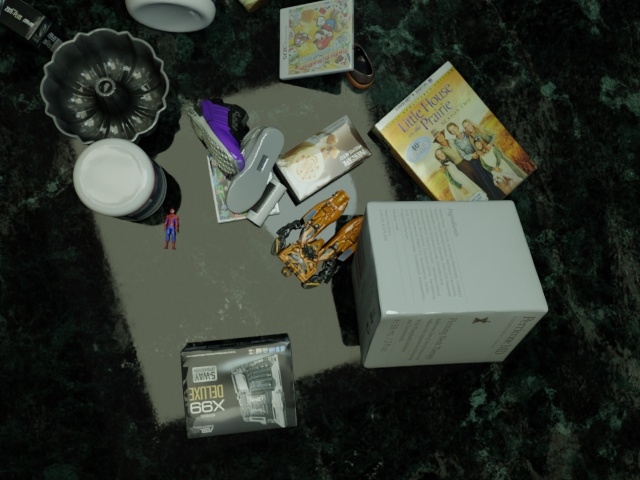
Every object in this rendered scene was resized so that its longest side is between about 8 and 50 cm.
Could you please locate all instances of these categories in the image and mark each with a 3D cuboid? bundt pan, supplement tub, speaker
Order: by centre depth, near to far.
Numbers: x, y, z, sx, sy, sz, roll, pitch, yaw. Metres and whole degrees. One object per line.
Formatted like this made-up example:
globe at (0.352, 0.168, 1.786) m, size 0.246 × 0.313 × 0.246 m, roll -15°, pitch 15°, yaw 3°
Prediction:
supplement tub at (-0.510, -0.150, 1.456) m, size 0.191 × 0.272 × 0.191 m, roll 0°, pitch 89°, yaw -7°
supplement tub at (-0.401, -0.758, 1.499) m, size 0.235 × 0.235 × 0.325 m, roll -1°, pitch 89°, yaw -6°
bundt pan at (-0.568, -0.395, 1.520) m, size 0.330 × 0.124 × 0.331 m, roll 1°, pitch 82°, yaw -5°
speaker at (-0.155, -0.106, 1.582) m, size 0.055 × 0.055 × 0.136 m, roll 35°, pitch 86°, yaw -5°

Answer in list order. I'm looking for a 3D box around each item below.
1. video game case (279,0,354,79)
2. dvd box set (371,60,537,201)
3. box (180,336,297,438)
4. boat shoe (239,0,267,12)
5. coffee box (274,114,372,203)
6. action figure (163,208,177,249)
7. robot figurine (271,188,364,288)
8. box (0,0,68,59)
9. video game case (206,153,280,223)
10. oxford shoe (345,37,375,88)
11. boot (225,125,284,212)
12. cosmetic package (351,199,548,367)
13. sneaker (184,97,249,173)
video game case at (-0.013, -0.574, 1.589) m, size 0.226 × 0.026 × 0.207 m, roll 0°, pitch 89°, yaw 24°
dvd box set at (0.400, -0.276, 1.665) m, size 0.307 × 0.062 × 0.420 m, roll -41°, pitch 94°, yaw -6°
box at (-0.228, 0.411, 1.574) m, size 0.307 × 0.076 × 0.243 m, roll -4°, pitch 90°, yaw -7°
boat shoe at (-0.127, -0.779, 1.595) m, size 0.285 × 0.104 × 0.089 m, roll -43°, pitch 96°, yaw -5°
coffee box at (0.004, -0.231, 1.602) m, size 0.246 × 0.098 × 0.141 m, roll -32°, pitch 93°, yaw -6°
action figure at (-0.425, -0.033, 1.587) m, size 0.038 × 0.030 × 0.115 m, roll 4°, pitch 87°, yaw -1°
robot figurine at (0.000, 0.000, 1.604) m, size 0.291 × 0.085 × 0.211 m, roll -44°, pitch 93°, yaw -5°
box at (-0.780, -0.573, 1.481) m, size 0.147 × 0.180 × 0.078 m, roll 34°, pitch 87°, yaw -4°
video game case at (-0.223, -0.162, 1.614) m, size 0.183 × 0.023 × 0.201 m, roll -9°, pitch 91°, yaw -7°
oxford shoe at (0.070, -0.570, 1.615) m, size 0.097 × 0.098 × 0.271 m, roll -41°, pitch 93°, yaw -5°
boot at (-0.198, -0.201, 1.551) m, size 0.095 × 0.123 × 0.258 m, roll 33°, pitch 87°, yaw -34°
cosmetic package at (0.305, 0.116, 1.459) m, size 0.393 × 0.329 × 0.328 m, roll -1°, pitch 56°, yaw -5°
sneaker at (-0.253, -0.305, 1.521) m, size 0.146 × 0.102 × 0.293 m, roll -28°, pitch 55°, yaw -15°
